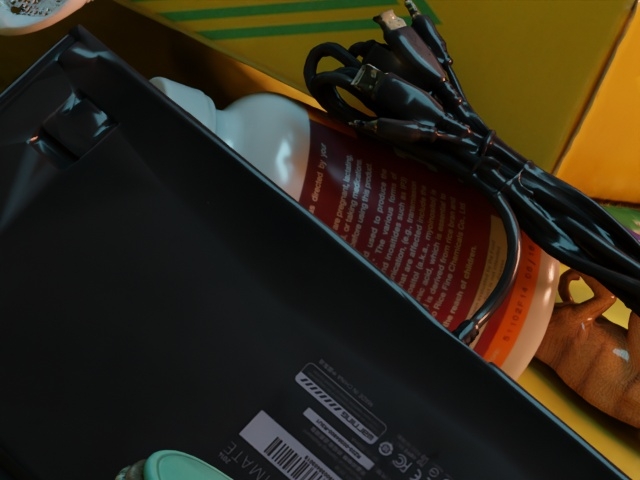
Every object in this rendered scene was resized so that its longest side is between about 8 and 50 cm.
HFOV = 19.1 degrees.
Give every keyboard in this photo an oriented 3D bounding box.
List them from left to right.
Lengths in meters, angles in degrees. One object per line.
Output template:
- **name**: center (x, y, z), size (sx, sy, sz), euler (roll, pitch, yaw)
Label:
- **keyboard**: center (0.026, 0.048, 0.563), size (0.317, 0.033, 0.201), euler (40, 70, 12)

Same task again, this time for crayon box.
- **crayon box**: center (0.031, -0.090, 0.729), size (0.323, 0.083, 0.203), euler (28, 9, 19)

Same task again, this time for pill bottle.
- **pill bottle**: center (0.000, 0.000, 0.663), size (0.152, 0.086, 0.086), euler (21, 29, -22)

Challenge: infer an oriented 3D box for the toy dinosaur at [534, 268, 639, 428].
- **toy dinosaur**: center (0.141, 0.060, 0.763), size (0.211, 0.064, 0.112), euler (32, 43, 19)

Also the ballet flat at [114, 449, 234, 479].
- **ballet flat**: center (0.009, 0.132, 0.479), size (0.188, 0.070, 0.070), euler (38, 27, 17)

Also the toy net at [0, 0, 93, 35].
- **toy net**: center (-0.125, -0.064, 0.565), size (0.122, 0.045, 0.232), euler (8, 38, 41)
